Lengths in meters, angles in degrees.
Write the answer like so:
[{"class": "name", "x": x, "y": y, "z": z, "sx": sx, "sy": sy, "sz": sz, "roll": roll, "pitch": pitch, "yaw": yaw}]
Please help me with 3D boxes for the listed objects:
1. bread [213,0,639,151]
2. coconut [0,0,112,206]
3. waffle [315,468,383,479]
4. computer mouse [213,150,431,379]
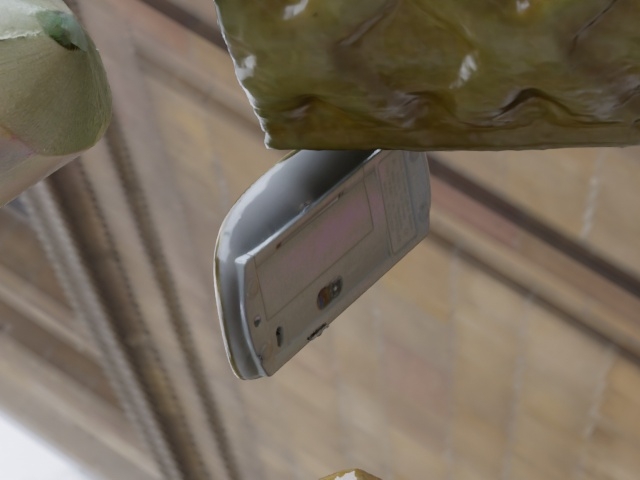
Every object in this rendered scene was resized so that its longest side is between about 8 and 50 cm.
[{"class": "bread", "x": 0.076, "y": -0.150, "z": 0.995, "sx": 0.238, "sy": 0.252, "sz": 0.196, "roll": 80, "pitch": -170, "yaw": -66}, {"class": "coconut", "x": -0.173, "y": -0.084, "z": 1.004, "sx": 0.122, "sy": 0.116, "sz": 0.116, "roll": -28, "pitch": 1, "yaw": 31}, {"class": "waffle", "x": 0.050, "y": 0.286, "z": 1.114, "sx": 0.224, "sy": 0.327, "sz": 0.098, "roll": -26, "pitch": 24, "yaw": 47}, {"class": "computer mouse", "x": -0.002, "y": 0.000, "z": 1.077, "sx": 0.199, "sy": 0.045, "sz": 0.102, "roll": -42, "pitch": -49, "yaw": -43}]
